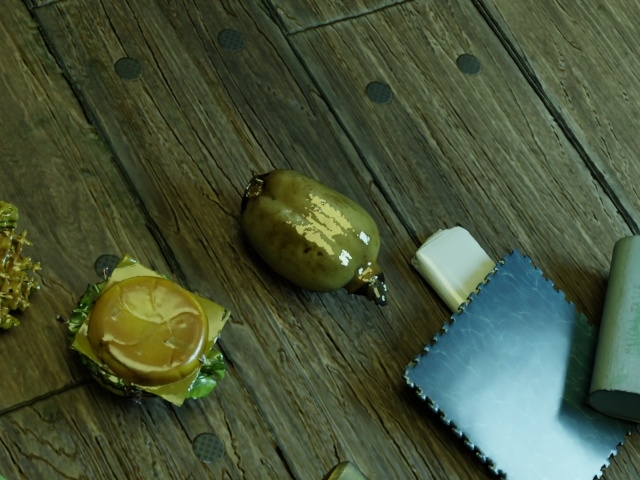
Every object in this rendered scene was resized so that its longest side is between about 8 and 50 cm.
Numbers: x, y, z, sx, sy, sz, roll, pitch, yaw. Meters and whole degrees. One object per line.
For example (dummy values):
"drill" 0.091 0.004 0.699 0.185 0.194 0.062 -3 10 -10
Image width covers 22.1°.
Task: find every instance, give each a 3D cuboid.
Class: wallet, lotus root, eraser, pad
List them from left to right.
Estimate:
"lotus root" 0.000 0.000 1.970 0.221 0.118 0.125 37 87 3
"wallet" 0.197 0.065 2.048 0.095 0.033 0.190 -29 72 -33
"pad" 0.259 0.175 1.985 0.269 0.012 0.269 44 55 -1
"eraser" 0.430 0.114 2.022 0.174 0.081 0.227 12 60 7

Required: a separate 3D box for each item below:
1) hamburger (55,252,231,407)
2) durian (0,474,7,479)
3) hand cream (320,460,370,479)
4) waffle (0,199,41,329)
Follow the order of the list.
"hamburger" -0.195 0.113 1.843 0.189 0.093 0.164 36 57 7
"durian" -0.389 0.295 1.629 0.394 0.163 0.198 27 12 21
"hand cream" 0.078 0.333 1.812 0.203 0.084 0.084 38 55 1
"waffle" -0.415 0.023 1.837 0.197 0.070 0.193 -14 64 -26
